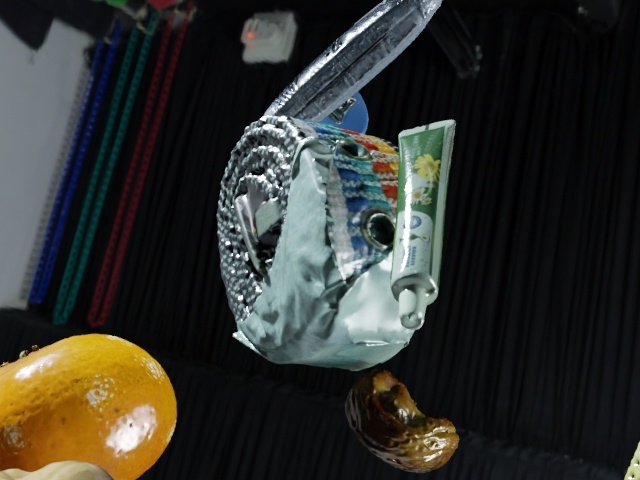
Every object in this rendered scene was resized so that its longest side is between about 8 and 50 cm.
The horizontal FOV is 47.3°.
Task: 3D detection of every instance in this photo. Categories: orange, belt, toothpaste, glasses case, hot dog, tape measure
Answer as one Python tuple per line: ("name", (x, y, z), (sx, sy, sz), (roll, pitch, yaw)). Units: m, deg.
("orange", (-0.500, 0.358, 1.440), (0.424, 0.326, 0.424), (-28, -5, -3))
("belt", (0.000, 0.000, 0.688), (0.150, 0.207, 0.257), (6, 40, -30))
("toothpaste", (0.073, -0.021, 0.532), (0.049, 0.204, 0.031), (-11, -47, 23))
("glasses case", (0.036, -0.221, 0.915), (0.067, 0.282, 0.109), (45, 18, -14))
("hot dog", (0.070, 0.166, 0.651), (0.099, 0.065, 0.147), (37, -7, 26))
("tape measure", (0.063, -0.264, 1.803), (0.351, 0.215, 0.098), (42, -40, -18))

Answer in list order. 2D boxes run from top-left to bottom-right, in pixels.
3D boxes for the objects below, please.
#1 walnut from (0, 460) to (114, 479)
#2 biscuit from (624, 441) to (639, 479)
("walnut", (-0.338, 0.421, 0.792), (0.384, 0.383, 0.383), (13, -9, 2))
("biscuit", (0.516, 0.273, 1.079), (0.016, 0.231, 0.139), (22, 1, 2))
